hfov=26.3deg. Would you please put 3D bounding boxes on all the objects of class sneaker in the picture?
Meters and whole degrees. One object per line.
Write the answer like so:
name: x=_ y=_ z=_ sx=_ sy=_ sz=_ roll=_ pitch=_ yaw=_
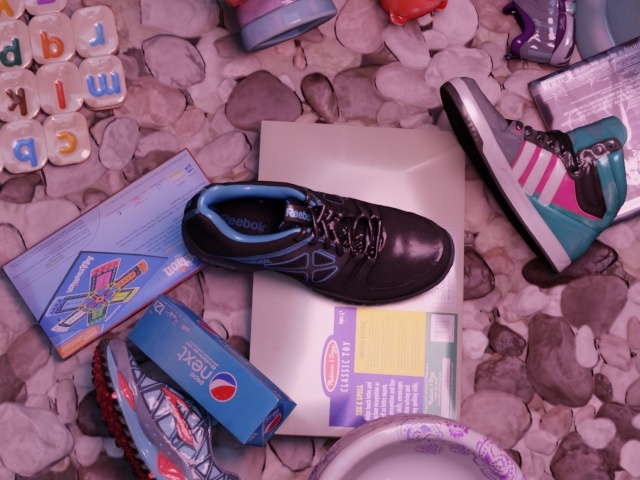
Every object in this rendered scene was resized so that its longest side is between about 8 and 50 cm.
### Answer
sneaker: x=-0.188 y=0.228 z=1.687 sx=0.125 sy=0.104 sz=0.262 roll=-27 pitch=86 yaw=-26
sneaker: x=0.298 y=-0.346 z=1.849 sx=0.098 sy=0.083 sz=0.223 roll=4 pitch=76 yaw=5
sneaker: x=0.000 y=0.000 z=1.664 sx=0.341 sy=0.139 sz=0.125 roll=6 pitch=76 yaw=-4
sneaker: x=0.291 y=-0.119 z=1.731 sx=0.178 sy=0.124 sz=0.295 roll=-36 pitch=111 yaw=-1

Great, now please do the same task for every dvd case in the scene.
dvd case: x=0.394 y=-0.140 z=1.819 sx=0.165 sy=0.018 sz=0.221 roll=-23 pitch=84 yaw=4

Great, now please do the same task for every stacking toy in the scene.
stacking toy: x=0.040 y=-0.325 z=1.729 sx=0.309 sy=0.279 sz=0.130 roll=-23 pitch=92 yaw=-10

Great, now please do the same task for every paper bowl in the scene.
paper bowl: x=0.112 y=0.346 z=1.632 sx=0.284 sy=0.148 sz=0.284 roll=0 pitch=90 yaw=-4

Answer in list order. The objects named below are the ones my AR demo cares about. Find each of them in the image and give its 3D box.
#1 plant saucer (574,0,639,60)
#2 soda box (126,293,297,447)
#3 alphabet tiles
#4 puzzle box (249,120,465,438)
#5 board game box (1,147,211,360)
plant saucer: x=0.503 y=-0.311 z=1.877 sx=0.318 sy=0.043 sz=0.317 roll=1 pitch=77 yaw=-5
soda box: x=-0.134 y=0.158 z=1.672 sx=0.210 sy=0.067 sz=0.071 roll=39 pitch=92 yaw=22
alphabet tiles: x=-0.402 y=-0.221 z=1.791 sx=0.284 sy=0.021 sz=0.278 roll=-10 pitch=79 yaw=-7
puzzle box: x=0.046 y=0.053 z=1.754 sx=0.272 sy=0.052 sz=0.408 roll=4 pitch=78 yaw=-4
board game box: x=-0.248 y=0.016 z=1.749 sx=0.281 sy=0.027 sz=0.145 roll=-34 pitch=81 yaw=-11
